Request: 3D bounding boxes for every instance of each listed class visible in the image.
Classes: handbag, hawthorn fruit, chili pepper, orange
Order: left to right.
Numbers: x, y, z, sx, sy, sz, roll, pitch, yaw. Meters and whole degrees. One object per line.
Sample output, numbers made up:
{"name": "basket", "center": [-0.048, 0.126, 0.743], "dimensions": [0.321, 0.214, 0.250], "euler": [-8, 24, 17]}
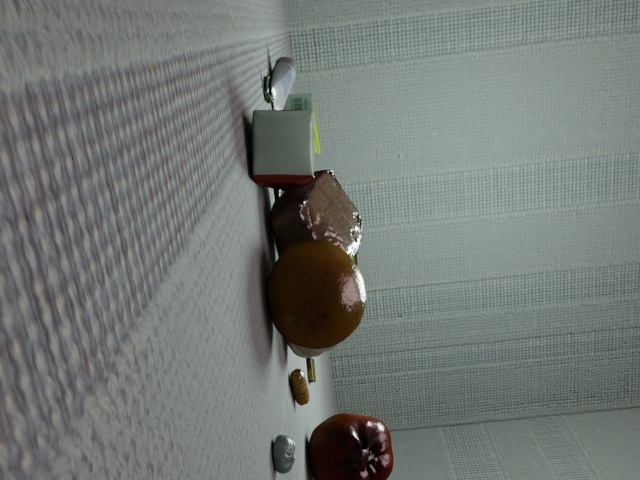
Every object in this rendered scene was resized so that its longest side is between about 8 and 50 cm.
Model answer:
{"name": "chili pepper", "center": [-0.162, -0.457, 1.966], "dimensions": [0.030, 0.034, 0.091], "euler": [28, -46, 51]}
{"name": "handbag", "center": [-0.097, -0.209, 1.595], "dimensions": [0.298, 0.151, 0.171], "euler": [145, -56, -83]}
{"name": "orange", "center": [-0.013, 0.125, 1.559], "dimensions": [0.264, 0.264, 0.264], "euler": [-6, 90, -88]}
{"name": "hawthorn fruit", "center": [0.102, 0.714, 2.154], "dimensions": [0.311, 0.295, 0.294], "euler": [72, 12, -63]}

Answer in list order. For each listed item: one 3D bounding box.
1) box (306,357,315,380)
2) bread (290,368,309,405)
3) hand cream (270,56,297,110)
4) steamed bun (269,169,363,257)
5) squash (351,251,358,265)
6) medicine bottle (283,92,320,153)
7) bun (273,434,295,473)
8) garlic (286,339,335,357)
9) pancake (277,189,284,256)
{"name": "box", "center": [-0.036, 0.500, 2.501], "dimensions": [0.133, 0.023, 0.090], "euler": [74, 8, -75]}
{"name": "bread", "center": [-0.059, 0.423, 1.864], "dimensions": [0.157, 0.044, 0.052], "euler": [81, 0, -48]}
{"name": "hand cream", "center": [-0.139, -0.533, 2.245], "dimensions": [0.133, 0.083, 0.247], "euler": [80, 15, -45]}
{"name": "steamed bun", "center": [-0.028, -0.040, 1.799], "dimensions": [0.251, 0.199, 0.301], "euler": [53, 33, -13]}
{"name": "squash", "center": [-0.003, -0.032, 2.209], "dimensions": [0.210, 0.234, 0.308], "euler": [40, -37, 44]}
{"name": "medicine bottle", "center": [-0.081, -0.438, 2.468], "dimensions": [0.250, 0.141, 0.137], "euler": [78, 9, -69]}
{"name": "bun", "center": [-0.076, 0.453, 1.377], "dimensions": [0.083, 0.045, 0.083], "euler": [-3, 90, -84]}
{"name": "garlic", "center": [-0.034, 0.202, 1.824], "dimensions": [0.212, 0.219, 0.218], "euler": [46, 19, -21]}
{"name": "pancake", "center": [-0.115, -0.062, 1.983], "dimensions": [0.286, 0.033, 0.288], "euler": [52, 32, -83]}
